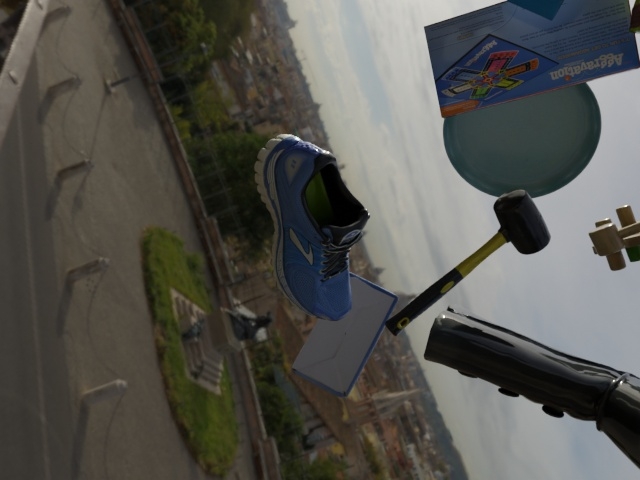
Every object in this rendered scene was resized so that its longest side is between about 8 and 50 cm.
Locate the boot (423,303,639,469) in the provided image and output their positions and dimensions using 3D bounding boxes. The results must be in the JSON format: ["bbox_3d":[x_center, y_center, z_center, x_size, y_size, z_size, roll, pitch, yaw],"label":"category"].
[{"bbox_3d":[0.393,0.241,1.020,0.445,0.146,0.367,25,1,21],"label":"boot"}]

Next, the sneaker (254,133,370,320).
[{"bbox_3d":[0.000,0.000,0.930,0.147,0.130,0.330,19,-45,43],"label":"sneaker"}]

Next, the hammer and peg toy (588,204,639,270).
[{"bbox_3d":[0.772,-0.020,1.343,0.361,0.266,0.127,-19,89,-48],"label":"hammer and peg toy"}]

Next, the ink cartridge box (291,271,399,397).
[{"bbox_3d":[0.061,0.253,1.522,0.151,0.270,0.395,29,-11,6],"label":"ink cartridge box"}]

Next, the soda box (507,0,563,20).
[{"bbox_3d":[0.286,-0.356,0.711,0.071,0.067,0.210,30,-2,11],"label":"soda box"}]

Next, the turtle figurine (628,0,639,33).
[{"bbox_3d":[0.464,-0.388,0.748,0.087,0.269,0.217,2,88,-45],"label":"turtle figurine"}]

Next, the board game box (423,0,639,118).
[{"bbox_3d":[0.305,-0.287,0.875,0.027,0.281,0.145,-19,98,-68],"label":"board game box"}]

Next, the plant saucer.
[{"bbox_3d":[0.425,-0.238,1.262,0.318,0.317,0.044,67,28,-24],"label":"plant saucer"}]

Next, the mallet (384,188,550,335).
[{"bbox_3d":[0.147,0.034,0.584,0.062,0.190,0.039,44,1,-23],"label":"mallet"}]
